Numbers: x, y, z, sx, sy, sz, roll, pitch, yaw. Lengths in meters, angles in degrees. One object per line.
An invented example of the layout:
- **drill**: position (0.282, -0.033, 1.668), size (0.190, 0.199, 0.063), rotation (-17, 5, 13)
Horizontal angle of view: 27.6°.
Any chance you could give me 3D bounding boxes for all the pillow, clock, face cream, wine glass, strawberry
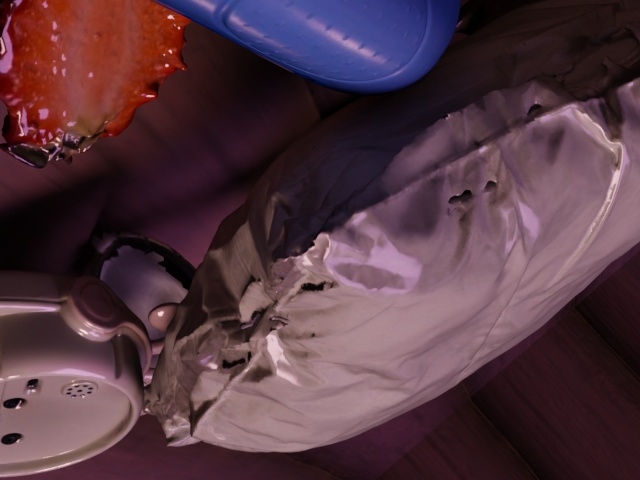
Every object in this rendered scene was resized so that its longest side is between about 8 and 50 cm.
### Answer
- **pillow**: position (0.068, -0.013, 0.642), size (0.310, 0.138, 0.283), rotation (-31, 171, -23)
- **clock**: position (-0.165, 0.078, 0.720), size (0.191, 0.062, 0.151), rotation (-2, 145, -22)
- **face cream**: position (-0.046, -0.124, 0.443), size (0.083, 0.149, 0.264), rotation (-52, 149, 13)
- **wine glass**: position (0.000, 0.000, 0.881), size (0.321, 0.143, 0.143), rotation (-30, 160, -38)
- **strawberry**: position (-0.104, -0.099, 0.570), size (0.104, 0.048, 0.152), rotation (-12, 131, -45)

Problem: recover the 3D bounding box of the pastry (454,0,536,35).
- **pastry**: position (0.188, -0.136, 0.884), size (0.257, 0.121, 0.235), rotation (21, 93, -55)
